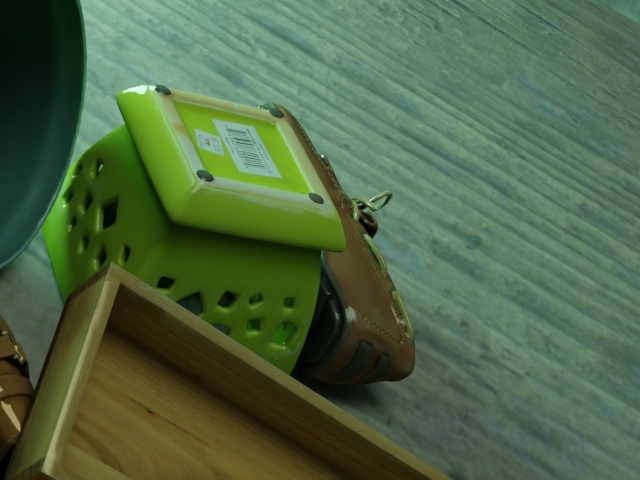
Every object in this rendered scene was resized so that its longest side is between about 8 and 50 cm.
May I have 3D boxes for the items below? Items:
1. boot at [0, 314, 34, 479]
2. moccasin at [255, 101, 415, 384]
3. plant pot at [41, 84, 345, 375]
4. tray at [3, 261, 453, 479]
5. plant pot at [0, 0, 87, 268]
[{"bbox_3d":[-0.300,0.077,1.454,0.109,0.283,0.220,-26,64,-13],"label":"boot"},{"bbox_3d":[0.002,-0.002,1.950,0.147,0.139,0.380,16,30,-39],"label":"moccasin"},{"bbox_3d":[-0.117,-0.014,1.782,0.227,0.207,0.228,10,34,-33],"label":"plant pot"},{"bbox_3d":[-0.050,0.212,1.490,0.411,0.076,0.203,35,45,-24],"label":"tray"},{"bbox_3d":[-0.366,-0.132,1.689,0.196,0.293,0.293,12,25,15],"label":"plant pot"}]
